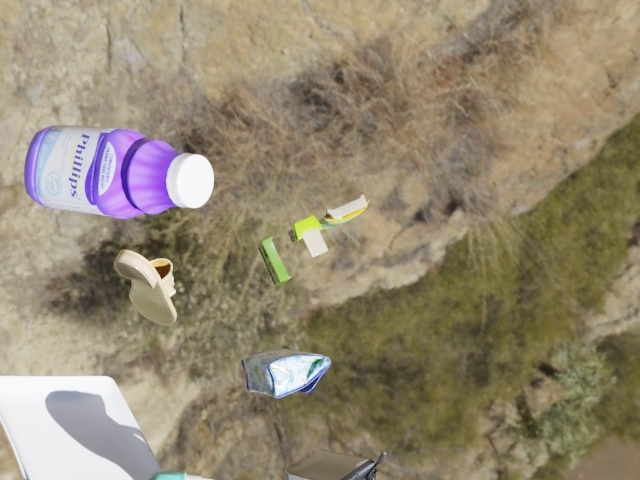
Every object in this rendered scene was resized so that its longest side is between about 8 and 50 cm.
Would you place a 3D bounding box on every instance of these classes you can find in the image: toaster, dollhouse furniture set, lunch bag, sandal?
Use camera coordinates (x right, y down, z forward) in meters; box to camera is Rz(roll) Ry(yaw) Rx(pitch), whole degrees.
[{"bbox_3d":[0.016,0.430,1.343,0.110,0.168,0.185,8,-172,27],"label":"toaster"},{"bbox_3d":[0.000,0.000,1.091,0.151,0.059,0.076,-24,174,-19],"label":"dollhouse furniture set"},{"bbox_3d":[-0.072,0.276,1.820,0.151,0.096,0.128,-17,-171,-34],"label":"lunch bag"},{"bbox_3d":[-0.268,0.060,1.389,0.088,0.079,0.240,20,155,13],"label":"sandal"}]

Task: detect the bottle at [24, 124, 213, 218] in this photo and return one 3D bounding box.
[{"bbox_3d":[-0.268,-0.088,1.113,0.282,0.118,0.092,9,179,33],"label":"bottle"}]

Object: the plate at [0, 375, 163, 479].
[{"bbox_3d":[-0.430,0.351,1.478,0.277,0.278,0.045,10,124,-51],"label":"plate"}]

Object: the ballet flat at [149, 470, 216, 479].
[{"bbox_3d":[-0.190,0.414,1.343,0.087,0.083,0.247,-23,143,1],"label":"ballet flat"}]
